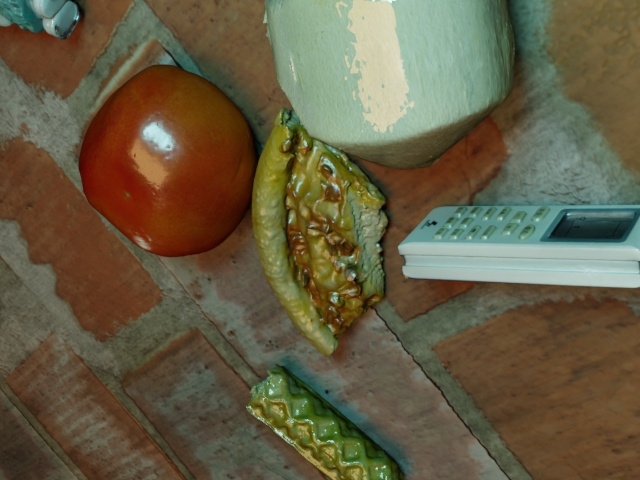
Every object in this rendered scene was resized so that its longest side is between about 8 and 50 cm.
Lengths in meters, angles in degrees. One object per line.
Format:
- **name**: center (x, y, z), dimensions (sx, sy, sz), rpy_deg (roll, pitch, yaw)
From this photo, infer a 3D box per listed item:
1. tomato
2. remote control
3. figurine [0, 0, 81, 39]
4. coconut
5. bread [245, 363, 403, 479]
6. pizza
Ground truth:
- **tomato**: center (-0.202, -0.097, 1.212), dimensions (0.259, 0.180, 0.260), rpy_deg (17, 128, 23)
- **remote control**: center (0.231, 0.001, 1.021), dimensions (0.277, 0.103, 0.055), rpy_deg (0, 118, 35)
- **figurine**: center (-0.447, -0.352, 1.256), dimensions (0.245, 0.110, 0.138), rpy_deg (18, 153, 17)
- **coconut**: center (0.069, -0.190, 0.916), dimensions (0.245, 0.245, 0.247), rpy_deg (7, 115, 32)
- **bread**: center (0.010, 0.299, 1.391), dimensions (0.269, 0.087, 0.098), rpy_deg (38, 133, 9)
- **pizza**: center (0.000, 0.000, 1.202), dimensions (0.182, 0.074, 0.365), rpy_deg (11, 124, 23)
